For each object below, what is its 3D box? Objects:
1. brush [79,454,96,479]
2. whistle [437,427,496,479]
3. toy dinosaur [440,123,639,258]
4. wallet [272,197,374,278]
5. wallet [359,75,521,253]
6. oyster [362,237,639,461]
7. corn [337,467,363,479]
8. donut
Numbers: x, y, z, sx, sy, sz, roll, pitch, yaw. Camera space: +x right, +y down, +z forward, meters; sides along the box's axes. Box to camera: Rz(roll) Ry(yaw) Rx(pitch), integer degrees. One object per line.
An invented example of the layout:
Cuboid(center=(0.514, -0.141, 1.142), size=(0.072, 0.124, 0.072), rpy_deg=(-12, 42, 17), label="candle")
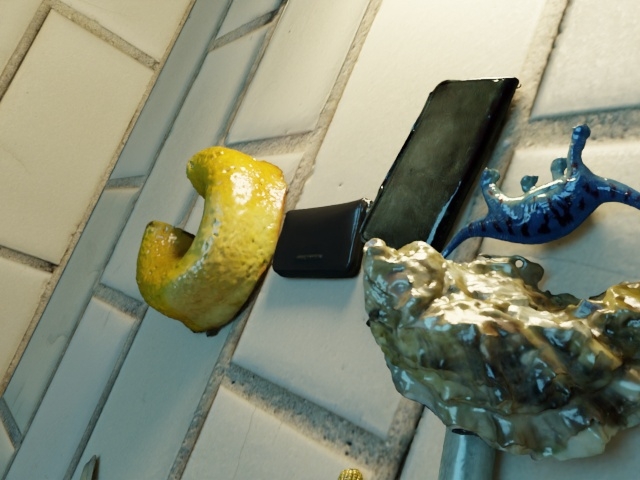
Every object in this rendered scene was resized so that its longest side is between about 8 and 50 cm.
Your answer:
Cuboid(center=(-0.543, 0.646, 1.257), size=(0.060, 0.050, 0.321), rpy_deg=(-48, 29, 22), label="brush")
Cuboid(center=(0.169, 0.248, 0.631), size=(0.062, 0.062, 0.312), rpy_deg=(-8, 60, 48), label="whistle")
Cuboid(center=(0.281, -0.052, 0.692), size=(0.329, 0.076, 0.144), rpy_deg=(-12, 64, 35), label="toy dinosaur")
Cuboid(center=(0.000, 0.000, 1.030), size=(0.250, 0.044, 0.149), rpy_deg=(-2, 69, 50), label="wallet")
Cuboid(center=(0.183, -0.117, 0.881), size=(0.172, 0.045, 0.318), rpy_deg=(19, 81, 52), label="wallet")
Cuboid(center=(0.194, 0.090, 0.598), size=(0.351, 0.114, 0.238), rpy_deg=(28, 63, 25), label="oyster")
Cuboid(center=(0.036, 0.355, 0.742), size=(0.037, 0.037, 0.092), rpy_deg=(-21, 53, 42), label="corn")
Cuboid(center=(-0.260, -0.006, 1.252), size=(0.435, 0.163, 0.377), rpy_deg=(-52, 37, 11), label="donut")
